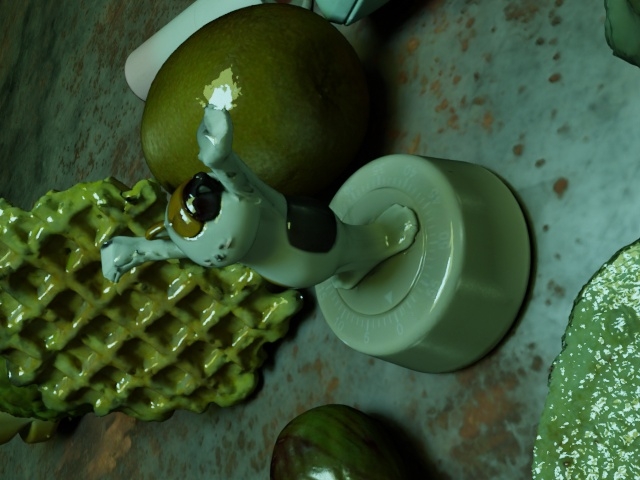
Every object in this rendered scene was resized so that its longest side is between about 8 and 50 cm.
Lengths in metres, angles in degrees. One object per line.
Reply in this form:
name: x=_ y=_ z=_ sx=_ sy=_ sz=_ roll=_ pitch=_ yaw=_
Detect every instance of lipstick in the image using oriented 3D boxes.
lipstick: x=-0.147 y=-0.264 z=0.828 sx=0.326 sy=0.087 sz=0.087 roll=-10 pitch=73 yaw=48

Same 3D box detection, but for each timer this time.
timer: x=0.000 y=0.000 z=0.445 sx=0.175 sy=0.265 sz=0.176 roll=-16 pitch=69 yaw=47

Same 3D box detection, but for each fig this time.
fig: x=0.026 y=0.185 z=0.495 sx=0.154 sy=0.103 sz=0.109 roll=-20 pitch=88 yaw=55

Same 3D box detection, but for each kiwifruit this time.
kiwifruit: x=-0.070 y=-0.118 z=0.620 sx=0.233 sy=0.195 sz=0.196 roll=-18 pitch=67 yaw=49

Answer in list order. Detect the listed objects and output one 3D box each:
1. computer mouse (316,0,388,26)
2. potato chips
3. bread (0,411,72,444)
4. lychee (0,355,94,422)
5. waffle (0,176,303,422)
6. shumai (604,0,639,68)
computer mouse: x=0.087 y=-0.305 z=0.537 sx=0.288 sy=0.097 sz=0.160 roll=-44 pitch=19 yaw=42
potato chips: x=0.195 y=0.093 z=0.382 sx=0.142 sy=0.026 sz=0.209 roll=-12 pitch=69 yaw=51
bread: x=-0.549 y=0.198 z=1.061 sx=0.211 sy=0.270 sz=0.316 roll=-54 pitch=49 yaw=46
lychee: x=-0.325 y=0.096 z=0.810 sx=0.270 sy=0.269 sz=0.320 roll=62 pitch=143 yaw=38
waffle: x=-0.181 y=0.067 z=0.631 sx=0.058 sy=0.300 sz=0.282 roll=-100 pitch=32 yaw=-60
shumai: x=0.286 y=-0.194 z=0.262 sx=0.263 sy=0.304 sz=0.310 roll=17 pitch=92 yaw=16
